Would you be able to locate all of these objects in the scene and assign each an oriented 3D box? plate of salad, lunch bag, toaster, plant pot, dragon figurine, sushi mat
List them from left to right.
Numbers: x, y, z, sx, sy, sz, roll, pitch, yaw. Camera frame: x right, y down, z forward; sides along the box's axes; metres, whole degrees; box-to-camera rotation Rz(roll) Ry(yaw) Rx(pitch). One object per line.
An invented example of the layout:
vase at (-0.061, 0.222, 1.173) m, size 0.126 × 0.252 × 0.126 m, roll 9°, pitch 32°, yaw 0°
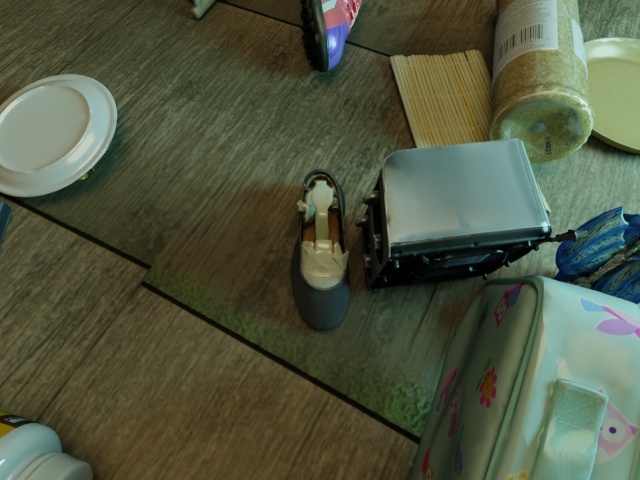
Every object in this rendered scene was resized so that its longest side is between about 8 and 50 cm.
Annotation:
plate of salad at (-0.371, -0.144, 0.648) m, size 0.199 × 0.048 × 0.200 m, roll -3°, pitch 67°, yaw 7°
toaster at (0.135, -0.018, 0.500) m, size 0.185 × 0.168 × 0.110 m, roll -7°, pitch 74°, yaw -3°
sushi mat at (0.204, -0.163, 0.677) m, size 0.151 × 0.019 × 0.317 m, roll -7°, pitch 61°, yaw -3°
lunch bag at (0.141, 0.168, 0.342) m, size 0.107 × 0.224 × 0.279 m, roll 17°, pitch 85°, yaw 8°
dragon figurine at (0.295, 0.021, 0.469) m, size 0.144 × 0.289 × 0.085 m, roll -5°, pitch 54°, yaw -48°
plant pot at (0.466, -0.211, 0.697) m, size 0.236 × 0.032 × 0.236 m, roll 0°, pitch 60°, yaw 0°

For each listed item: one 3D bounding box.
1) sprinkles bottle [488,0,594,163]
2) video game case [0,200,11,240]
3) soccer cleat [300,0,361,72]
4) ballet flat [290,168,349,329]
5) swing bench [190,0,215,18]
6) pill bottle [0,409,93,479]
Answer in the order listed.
sprinkles bottle at (0.307, -0.275, 0.670) m, size 0.121 × 0.121 × 0.356 m, roll 12°, pitch 58°, yaw 6°
video game case at (-0.535, 0.042, 0.555) m, size 0.274 × 0.026 × 0.196 m, roll -2°, pitch 60°, yaw 0°
soccer cleat at (0.025, -0.400, 0.764) m, size 0.116 × 0.109 × 0.318 m, roll -1°, pitch 58°, yaw -5°
ballet flat at (0.000, 0.000, 0.554) m, size 0.074 × 0.074 × 0.203 m, roll 1°, pitch 61°, yaw 0°
swing bench at (-0.183, -0.563, 0.768) m, size 0.165 × 0.253 × 0.254 m, roll 40°, pitch 68°, yaw 20°
pill bottle at (-0.320, 0.204, 0.410) m, size 0.214 × 0.117 × 0.117 m, roll 15°, pitch 61°, yaw 8°
